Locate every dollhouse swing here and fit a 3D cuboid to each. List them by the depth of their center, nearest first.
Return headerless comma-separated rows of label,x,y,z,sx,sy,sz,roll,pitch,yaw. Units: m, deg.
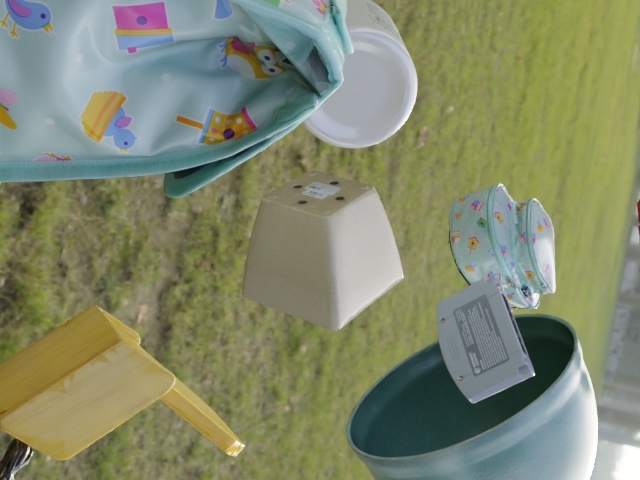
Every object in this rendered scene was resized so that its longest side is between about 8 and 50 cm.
dollhouse swing,-0.361,0.304,1.598,0.315,0.347,0.305,-34,107,-15

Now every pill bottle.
pill bottle,0.029,-0.202,1.032,0.229,0.131,0.131,-96,-174,-63

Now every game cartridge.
game cartridge,0.111,0.069,0.641,0.017,0.056,0.083,45,25,-45

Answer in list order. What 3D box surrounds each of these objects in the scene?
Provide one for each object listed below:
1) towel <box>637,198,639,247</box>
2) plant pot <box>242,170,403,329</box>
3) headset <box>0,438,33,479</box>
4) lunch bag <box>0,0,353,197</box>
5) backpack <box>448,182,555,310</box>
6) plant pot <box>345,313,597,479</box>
towel,0.534,0.064,1.231,0.031,0.199,0.274,-41,124,-67
plant pot,0.000,0.000,0.815,0.109,0.109,0.096,-34,131,-43
headset,-0.565,0.278,1.360,0.185,0.243,0.394,-65,147,-36
lunch bag,-0.111,-0.139,0.551,0.223,0.262,0.160,-87,176,-56
backpack,0.280,0.006,1.425,0.188,0.144,0.165,41,45,-35
plant pot,0.203,0.247,1.096,0.196,0.293,0.293,63,30,-12
